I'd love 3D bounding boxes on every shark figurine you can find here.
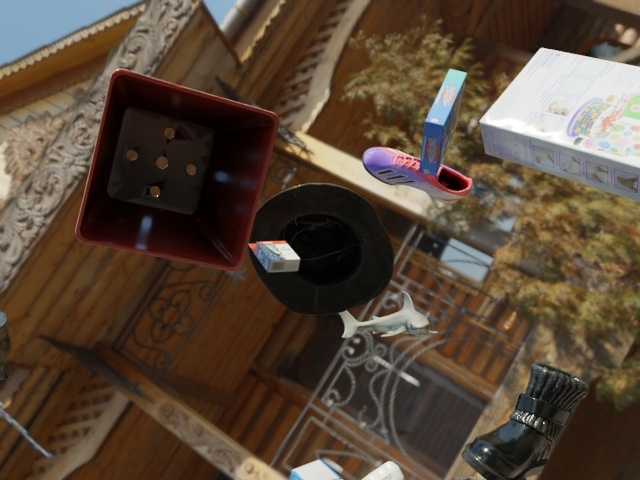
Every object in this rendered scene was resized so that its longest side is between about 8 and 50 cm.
[{"bbox_3d":[0.184,0.188,1.740,0.166,0.278,0.116,4,-97,-48],"label":"shark figurine"}]

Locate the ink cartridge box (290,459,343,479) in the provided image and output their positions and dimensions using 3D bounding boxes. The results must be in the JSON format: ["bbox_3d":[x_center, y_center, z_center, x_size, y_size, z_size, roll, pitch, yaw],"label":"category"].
[{"bbox_3d":[-0.001,0.605,1.479,0.086,0.148,0.203,-9,-63,-39],"label":"ink cartridge box"}]

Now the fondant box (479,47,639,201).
[{"bbox_3d":[0.503,-0.224,1.279,0.238,0.330,0.096,-48,-41,-20],"label":"fondant box"}]

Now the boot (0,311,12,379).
[{"bbox_3d":[-0.564,0.158,1.015,0.082,0.219,0.106,-77,-10,-58],"label":"boot"}]

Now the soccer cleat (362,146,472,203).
[{"bbox_3d":[0.273,-0.194,1.922,0.116,0.318,0.109,147,142,-70],"label":"soccer cleat"}]

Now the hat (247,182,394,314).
[{"bbox_3d":[0.000,0.000,1.500,0.134,0.331,0.331,-89,10,-59],"label":"hat"}]

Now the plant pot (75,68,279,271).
[{"bbox_3d":[-0.256,-0.125,1.174,0.267,0.236,0.267,13,-83,-22],"label":"plant pot"}]

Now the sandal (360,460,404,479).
[{"bbox_3d":[0.018,0.446,0.983,0.416,0.102,0.169,-21,-24,-50],"label":"sandal"}]

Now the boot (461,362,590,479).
[{"bbox_3d":[0.475,0.414,1.585,0.348,0.131,0.260,10,-71,-53],"label":"boot"}]

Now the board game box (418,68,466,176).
[{"bbox_3d":[0.290,-0.279,1.631,0.160,0.047,0.210,88,-157,-50],"label":"board game box"}]

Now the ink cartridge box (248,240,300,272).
[{"bbox_3d":[-0.091,0.021,1.321,0.062,0.115,0.029,-2,-62,-27],"label":"ink cartridge box"}]

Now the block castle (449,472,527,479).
[{"bbox_3d":[0.351,0.768,1.644,0.453,0.303,0.213,-28,-7,-16],"label":"block castle"}]
